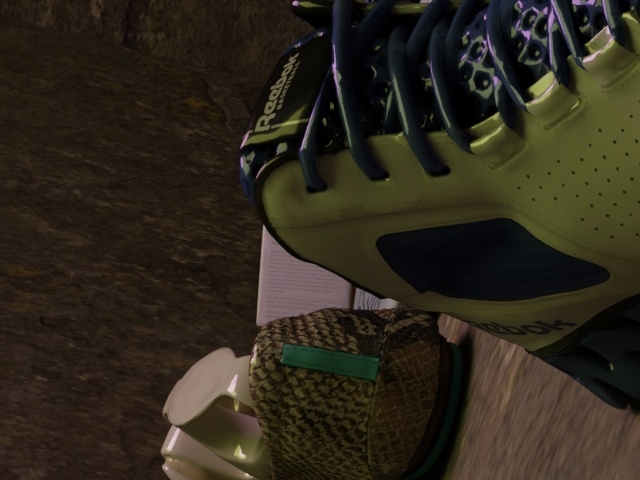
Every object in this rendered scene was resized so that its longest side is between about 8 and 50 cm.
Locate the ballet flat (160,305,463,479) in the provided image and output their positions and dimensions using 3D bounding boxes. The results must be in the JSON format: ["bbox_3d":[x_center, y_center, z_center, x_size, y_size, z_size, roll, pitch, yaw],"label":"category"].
[{"bbox_3d":[-0.029,0.146,1.360,0.483,0.182,0.164,113,169,-69],"label":"ballet flat"}]

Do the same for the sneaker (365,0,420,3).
[{"bbox_3d":[0.084,-0.203,1.795,0.090,0.081,0.232,124,153,-71],"label":"sneaker"}]

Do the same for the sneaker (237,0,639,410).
[{"bbox_3d":[0.068,-0.043,0.636,0.315,0.182,0.127,110,171,-60],"label":"sneaker"}]

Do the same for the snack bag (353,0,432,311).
[{"bbox_3d":[0.068,-0.025,1.548,0.323,0.037,0.343,105,174,-58],"label":"snack bag"}]

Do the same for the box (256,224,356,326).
[{"bbox_3d":[0.000,0.000,1.768,0.130,0.091,0.170,-3,-82,-79],"label":"box"}]
